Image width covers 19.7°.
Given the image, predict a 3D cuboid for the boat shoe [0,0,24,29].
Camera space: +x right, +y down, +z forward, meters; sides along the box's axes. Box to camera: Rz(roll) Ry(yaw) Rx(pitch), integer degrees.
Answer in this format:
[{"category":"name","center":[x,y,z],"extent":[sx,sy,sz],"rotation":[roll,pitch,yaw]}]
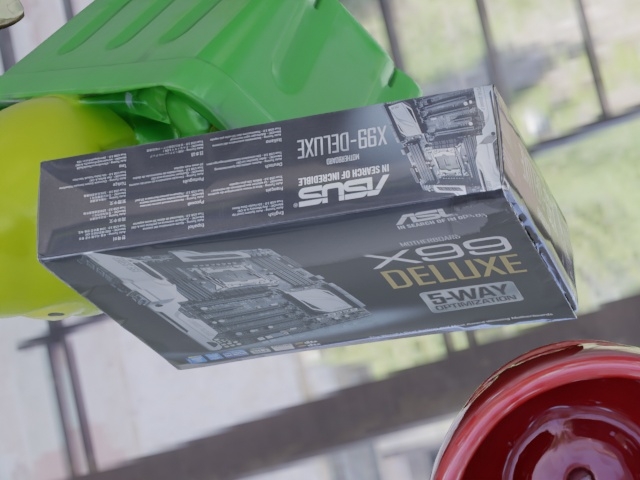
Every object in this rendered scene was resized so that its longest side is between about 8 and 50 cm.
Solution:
[{"category":"boat shoe","center":[-0.199,-0.122,0.858],"extent":[0.080,0.073,0.223],"rotation":[-18,-173,10]}]

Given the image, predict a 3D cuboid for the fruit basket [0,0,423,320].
[{"category":"fruit basket","center":[-0.150,-0.038,1.471],"extent":[0.392,0.392,0.283],"rotation":[-21,128,36]}]

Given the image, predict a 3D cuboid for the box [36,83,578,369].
[{"category":"box","center":[0.000,0.000,1.240],"extent":[0.307,0.076,0.242],"rotation":[-8,157,15]}]

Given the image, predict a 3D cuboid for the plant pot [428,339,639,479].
[{"category":"plant pot","center":[0.151,0.149,1.022],"extent":[0.191,0.191,0.174],"rotation":[-13,-179,2]}]
